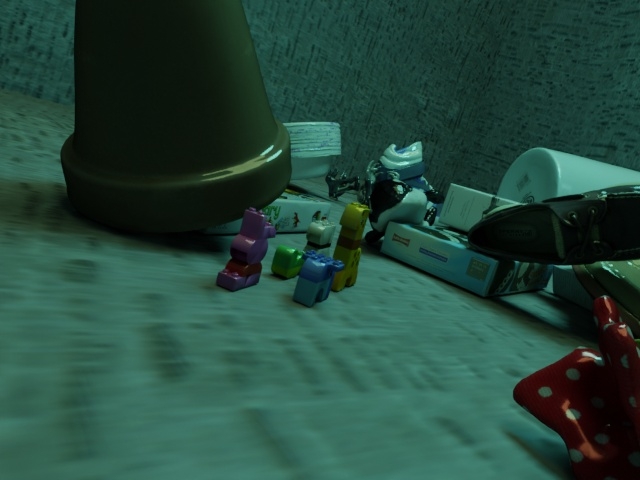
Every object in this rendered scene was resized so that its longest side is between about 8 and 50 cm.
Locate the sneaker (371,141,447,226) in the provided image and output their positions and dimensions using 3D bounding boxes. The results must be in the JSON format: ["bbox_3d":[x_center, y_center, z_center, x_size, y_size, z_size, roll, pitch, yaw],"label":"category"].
[{"bbox_3d":[0.324,-0.188,1.612,0.322,0.237,0.130,13,11,-17],"label":"sneaker"}]

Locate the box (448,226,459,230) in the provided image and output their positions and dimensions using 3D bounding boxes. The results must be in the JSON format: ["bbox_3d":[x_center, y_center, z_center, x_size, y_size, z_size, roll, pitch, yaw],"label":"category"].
[{"bbox_3d":[0.439,0.017,1.251,0.190,0.045,0.184,13,13,-21],"label":"box"}]

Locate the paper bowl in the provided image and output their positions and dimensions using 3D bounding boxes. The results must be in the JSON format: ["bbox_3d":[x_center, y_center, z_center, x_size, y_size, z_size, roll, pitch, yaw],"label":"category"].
[{"bbox_3d":[-0.082,-0.243,1.399,0.283,0.148,0.284,-5,9,1],"label":"paper bowl"}]

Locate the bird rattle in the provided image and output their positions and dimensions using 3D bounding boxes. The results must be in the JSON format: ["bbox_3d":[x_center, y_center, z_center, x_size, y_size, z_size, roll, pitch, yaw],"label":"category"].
[{"bbox_3d":[0.263,0.108,0.304,0.253,0.143,0.207,1,35,-46],"label":"bird rattle"}]

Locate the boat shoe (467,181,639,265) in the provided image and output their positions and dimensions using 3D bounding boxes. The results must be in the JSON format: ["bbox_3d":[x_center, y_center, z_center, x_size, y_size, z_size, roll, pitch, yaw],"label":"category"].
[{"bbox_3d":[0.325,-0.012,0.652,0.092,0.103,0.285,-20,12,-41],"label":"boat shoe"}]

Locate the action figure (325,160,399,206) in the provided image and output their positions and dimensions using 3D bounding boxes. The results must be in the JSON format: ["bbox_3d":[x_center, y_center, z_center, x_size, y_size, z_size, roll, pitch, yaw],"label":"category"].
[{"bbox_3d":[0.152,-0.139,1.376,0.275,0.141,0.164,20,-1,29],"label":"action figure"}]

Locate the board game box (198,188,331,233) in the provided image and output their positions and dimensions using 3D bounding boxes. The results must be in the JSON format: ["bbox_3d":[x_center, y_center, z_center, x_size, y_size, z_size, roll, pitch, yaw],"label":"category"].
[{"bbox_3d":[-0.137,-0.065,0.767,0.192,0.053,0.305,21,11,26],"label":"board game box"}]

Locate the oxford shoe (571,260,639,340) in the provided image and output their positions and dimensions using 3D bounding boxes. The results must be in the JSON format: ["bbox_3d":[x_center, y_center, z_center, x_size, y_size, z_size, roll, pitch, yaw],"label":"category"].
[{"bbox_3d":[0.439,0.033,0.715,0.123,0.130,0.348,43,26,-16],"label":"oxford shoe"}]

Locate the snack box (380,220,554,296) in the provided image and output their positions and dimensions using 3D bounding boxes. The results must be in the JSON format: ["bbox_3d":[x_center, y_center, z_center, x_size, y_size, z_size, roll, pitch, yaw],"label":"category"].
[{"bbox_3d":[0.268,0.029,0.878,0.187,0.060,0.321,24,13,36],"label":"snack box"}]

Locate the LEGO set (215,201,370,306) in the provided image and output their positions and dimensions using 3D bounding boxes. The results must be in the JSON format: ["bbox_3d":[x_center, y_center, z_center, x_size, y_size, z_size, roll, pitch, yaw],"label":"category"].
[{"bbox_3d":[0.000,0.000,0.526,0.086,0.093,0.227,20,11,19],"label":"LEGO set"}]

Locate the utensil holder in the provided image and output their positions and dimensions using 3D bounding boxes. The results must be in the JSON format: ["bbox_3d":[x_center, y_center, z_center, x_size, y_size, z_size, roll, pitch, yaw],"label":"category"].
[{"bbox_3d":[0.749,-0.073,1.453,0.384,0.328,0.327,11,11,-12],"label":"utensil holder"}]

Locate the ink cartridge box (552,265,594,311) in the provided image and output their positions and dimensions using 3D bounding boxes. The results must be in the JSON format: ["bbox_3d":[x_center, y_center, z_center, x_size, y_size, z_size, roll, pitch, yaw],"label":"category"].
[{"bbox_3d":[0.621,0.078,0.815,0.323,0.072,0.330,-12,17,-13],"label":"ink cartridge box"}]

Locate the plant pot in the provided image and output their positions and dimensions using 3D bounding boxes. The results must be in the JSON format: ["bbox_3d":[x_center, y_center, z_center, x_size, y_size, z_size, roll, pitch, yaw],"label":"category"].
[{"bbox_3d":[-0.166,-0.171,0.559,0.262,0.230,0.263,0,33,0],"label":"plant pot"}]

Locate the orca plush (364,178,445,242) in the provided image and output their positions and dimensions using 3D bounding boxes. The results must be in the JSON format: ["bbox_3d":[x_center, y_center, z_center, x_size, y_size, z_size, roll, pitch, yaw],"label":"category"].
[{"bbox_3d":[0.145,-0.073,0.914,0.287,0.151,0.102,1,57,-56],"label":"orca plush"}]

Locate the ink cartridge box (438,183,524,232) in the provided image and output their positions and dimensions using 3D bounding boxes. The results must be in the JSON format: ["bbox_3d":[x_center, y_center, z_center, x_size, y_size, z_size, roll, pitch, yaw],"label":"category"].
[{"bbox_3d":[0.337,-0.039,0.951,0.190,0.082,0.139,20,10,26],"label":"ink cartridge box"}]
